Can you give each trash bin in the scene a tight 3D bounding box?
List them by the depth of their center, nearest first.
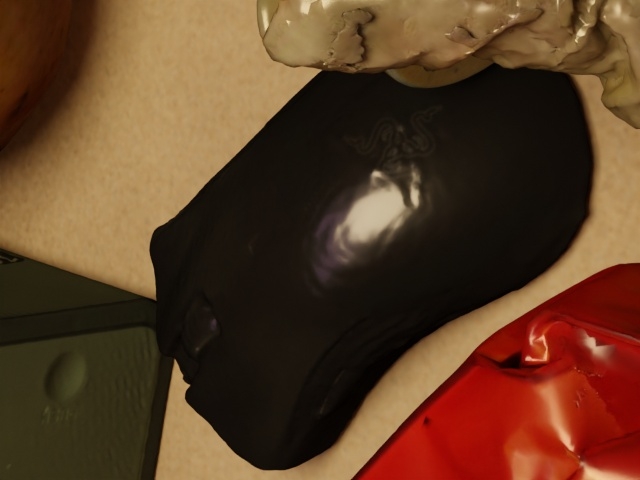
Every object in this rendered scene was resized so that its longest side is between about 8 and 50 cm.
[{"bbox_3d":[-0.270,0.095,0.911,0.343,0.158,0.223,20,106,34],"label":"trash bin"}]

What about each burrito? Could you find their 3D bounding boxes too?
[{"bbox_3d":[0.088,-0.201,0.536,0.107,0.175,0.348,-15,56,65],"label":"burrito"}]

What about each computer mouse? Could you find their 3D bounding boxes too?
[{"bbox_3d":[0.000,0.000,0.751,0.264,0.088,0.147,-46,66,33],"label":"computer mouse"}]

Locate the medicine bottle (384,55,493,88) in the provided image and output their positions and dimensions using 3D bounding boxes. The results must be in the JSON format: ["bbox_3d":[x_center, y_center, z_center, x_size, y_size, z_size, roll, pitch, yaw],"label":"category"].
[{"bbox_3d":[-0.031,-0.214,0.706,0.322,0.151,0.151,41,117,26],"label":"medicine bottle"}]

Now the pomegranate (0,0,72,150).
[{"bbox_3d":[-0.286,-0.138,0.792,0.322,0.322,0.322,4,97,36],"label":"pomegranate"}]

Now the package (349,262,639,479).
[{"bbox_3d":[0.061,0.166,0.649,0.123,0.196,0.423,51,122,26],"label":"package"}]
